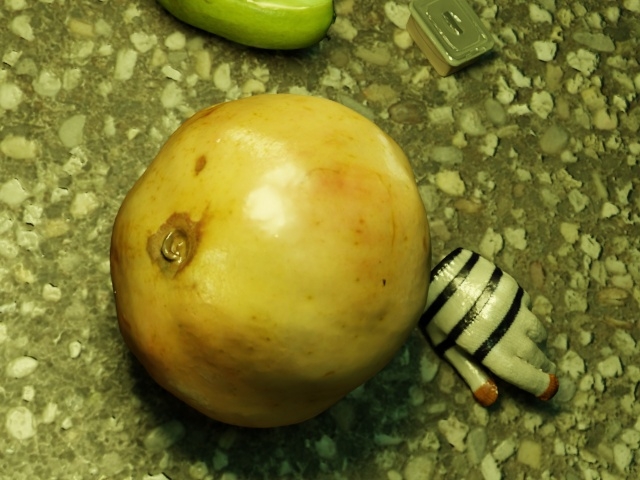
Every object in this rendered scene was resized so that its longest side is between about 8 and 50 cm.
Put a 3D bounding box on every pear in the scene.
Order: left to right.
[{"bbox_3d":[-0.135,-0.384,2.030,0.282,0.176,0.286,-2,61,-14],"label":"pear"}]

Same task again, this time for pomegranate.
[{"bbox_3d":[-0.052,0.015,1.751,0.412,0.411,0.411,6,64,-12],"label":"pomegranate"}]

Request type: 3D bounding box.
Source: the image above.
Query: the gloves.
[{"bbox_3d":[0.232,0.120,1.915,0.219,0.131,0.140,42,64,17],"label":"gloves"}]

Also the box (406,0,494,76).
[{"bbox_3d":[0.186,-0.306,2.138,0.089,0.062,0.122,-28,76,-25],"label":"box"}]
